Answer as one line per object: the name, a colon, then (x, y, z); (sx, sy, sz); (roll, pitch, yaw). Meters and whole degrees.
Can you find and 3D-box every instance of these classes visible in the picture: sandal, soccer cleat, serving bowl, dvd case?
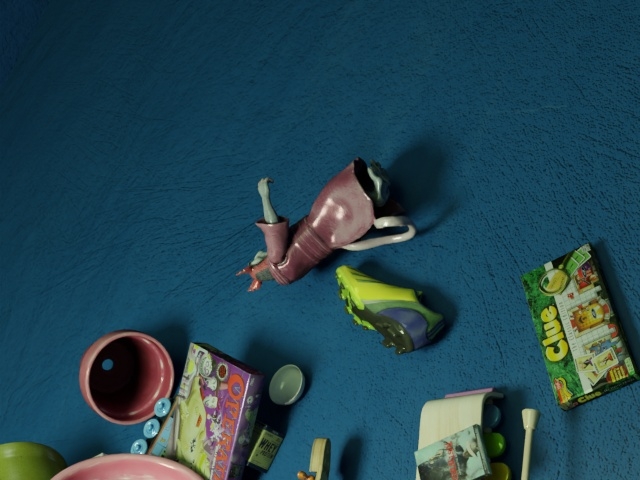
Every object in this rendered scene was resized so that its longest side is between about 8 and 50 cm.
sandal: (0.020, 0.464, 1.741); (0.079, 0.088, 0.240); (0, 72, 14)
soccer cleat: (0.126, 0.119, 1.895); (0.121, 0.093, 0.289); (-28, 33, -17)
serving bowl: (-0.061, 0.288, 1.975); (0.083, 0.027, 0.083); (-23, 50, 30)
dvd case: (0.206, 0.348, 1.575); (0.119, 0.013, 0.087); (-29, 47, 23)

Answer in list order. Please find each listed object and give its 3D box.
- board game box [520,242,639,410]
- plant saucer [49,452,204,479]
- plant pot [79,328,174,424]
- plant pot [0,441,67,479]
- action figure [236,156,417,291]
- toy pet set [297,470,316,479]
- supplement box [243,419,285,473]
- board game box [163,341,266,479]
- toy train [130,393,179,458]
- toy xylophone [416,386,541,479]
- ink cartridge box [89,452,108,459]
board game box: (0.418, 0.137, 1.638); (0.136, 0.030, 0.259); (-32, 46, 26)
plant saucer: (-0.351, 0.515, 1.811); (0.332, 0.332, 0.084); (40, 132, 49)
plant pot: (-0.444, 0.291, 2.218); (0.180, 0.201, 0.201); (5, 66, 62)
plant pot: (-0.591, 0.603, 1.987); (0.366, 0.366, 0.353); (-42, 43, 13)
action figure: (0.000, 0.000, 2.014); (0.370, 0.248, 0.276); (-40, 61, 11)
toy pet set: (-0.037, 0.473, 1.774); (0.065, 0.114, 0.122); (16, 76, 34)
supplement box: (-0.129, 0.392, 1.945); (0.083, 0.056, 0.083); (15, 75, 47)
board game box: (-0.219, 0.392, 1.950); (0.208, 0.056, 0.347); (17, 96, 44)
toy train: (-0.316, 0.411, 2.093); (0.105, 0.080, 0.184); (20, 75, 38)
toy xylophone: (0.245, 0.378, 1.592); (0.236, 0.081, 0.322); (-7, 59, 40)
ink cartridge box: (-0.489, 0.531, 2.176); (0.181, 0.061, 0.104); (-29, 48, 25)
